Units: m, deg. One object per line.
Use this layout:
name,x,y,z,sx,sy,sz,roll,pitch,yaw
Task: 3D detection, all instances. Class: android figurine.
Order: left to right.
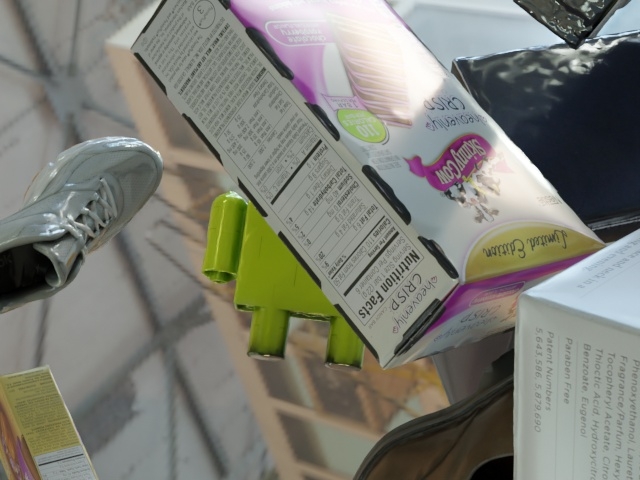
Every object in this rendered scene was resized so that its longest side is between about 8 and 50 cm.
android figurine,0.000,0.000,1.647,0.056,0.248,0.273,90,-175,-75

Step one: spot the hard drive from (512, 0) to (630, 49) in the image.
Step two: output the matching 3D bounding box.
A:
hard drive,0.250,-0.278,0.868,0.237,0.064,0.339,-50,-4,-31

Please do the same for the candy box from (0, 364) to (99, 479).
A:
candy box,-0.239,0.216,1.370,0.053,0.187,0.109,-11,-45,-23

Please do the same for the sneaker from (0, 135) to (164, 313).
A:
sneaker,-0.229,-0.002,1.355,0.262,0.121,0.099,-38,-59,-27

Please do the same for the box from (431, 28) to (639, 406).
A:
box,0.241,0.004,1.112,0.294,0.183,0.296,-11,-40,-13

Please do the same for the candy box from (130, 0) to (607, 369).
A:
candy box,0.027,-0.050,0.834,0.159,0.233,0.071,-11,-33,-53

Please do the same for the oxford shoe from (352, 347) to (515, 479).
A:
oxford shoe,0.071,0.141,0.800,0.082,0.227,0.096,28,-138,-13

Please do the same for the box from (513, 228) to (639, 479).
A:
box,0.180,0.088,0.643,0.181,0.119,0.182,-24,-60,-42
